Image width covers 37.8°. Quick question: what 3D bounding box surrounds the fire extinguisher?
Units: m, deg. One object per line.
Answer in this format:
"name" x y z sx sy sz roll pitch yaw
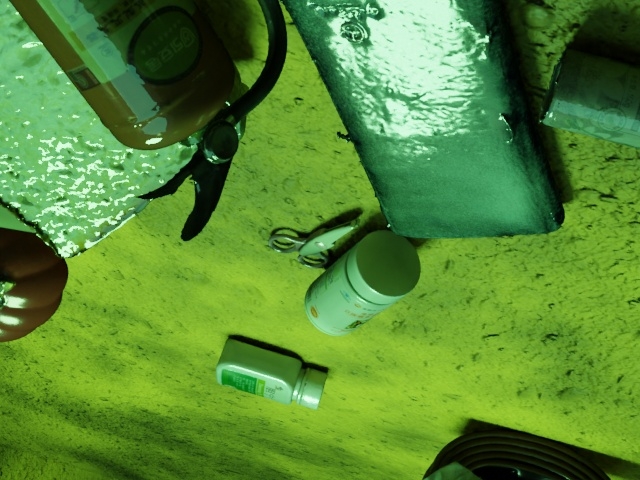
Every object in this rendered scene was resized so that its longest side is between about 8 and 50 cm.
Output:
"fire extinguisher" -0.136 -0.195 0.700 0.376 0.200 0.113 57 170 -29

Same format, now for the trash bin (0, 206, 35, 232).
"trash bin" -0.390 -0.115 1.048 0.247 0.121 0.243 12 137 8

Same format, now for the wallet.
"wallet" 0.102 -0.115 0.853 0.190 0.046 0.379 2 148 26

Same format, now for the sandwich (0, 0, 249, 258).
"sandwich" -0.242 -0.149 0.853 0.271 0.099 0.301 -31 126 19

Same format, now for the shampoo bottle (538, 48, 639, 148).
"shampoo bottle" 0.289 -0.098 0.748 0.214 0.072 0.072 15 153 6

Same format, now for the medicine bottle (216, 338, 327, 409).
"medicine bottle" -0.083 0.232 1.601 0.183 0.069 0.119 16 151 3

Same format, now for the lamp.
"lamp" -0.461 0.032 1.322 0.227 0.227 0.227 14 153 8

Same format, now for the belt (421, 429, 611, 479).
"belt" 0.334 0.446 1.576 0.338 0.217 0.122 15 153 10

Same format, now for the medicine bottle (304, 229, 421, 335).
"medicine bottle" 0.048 0.057 1.170 0.086 0.086 0.183 24 153 -11

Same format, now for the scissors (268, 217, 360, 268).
"scissors" 0.000 0.000 1.161 0.085 0.022 0.176 29 154 -19
